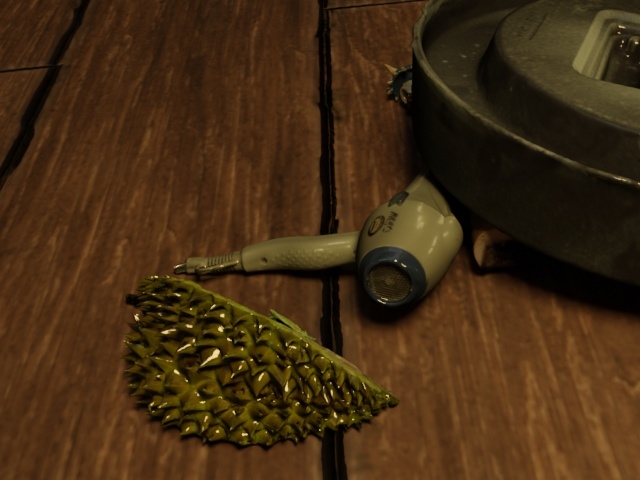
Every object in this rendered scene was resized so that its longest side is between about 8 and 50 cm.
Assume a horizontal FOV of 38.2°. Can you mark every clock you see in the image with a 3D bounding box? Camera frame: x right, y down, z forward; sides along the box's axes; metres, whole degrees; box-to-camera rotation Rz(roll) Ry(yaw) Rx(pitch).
[{"bbox_3d":[0.251,-0.099,0.664,0.386,0.076,0.386,3,36,-2],"label":"clock"}]

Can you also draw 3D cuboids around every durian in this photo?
[{"bbox_3d":[-0.062,0.066,0.560,0.215,0.086,0.100,20,11,28],"label":"durian"}]

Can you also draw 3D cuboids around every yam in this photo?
[{"bbox_3d":[0.137,-0.087,0.740,0.045,0.045,0.327,-27,28,24],"label":"yam"}]

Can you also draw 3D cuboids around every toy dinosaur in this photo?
[{"bbox_3d":[0.087,-0.135,0.821,0.047,0.030,0.083,-23,38,-19],"label":"toy dinosaur"}]

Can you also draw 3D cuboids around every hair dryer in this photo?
[{"bbox_3d":[0.016,-0.008,0.665,0.199,0.067,0.167,0,25,34],"label":"hair dryer"}]
